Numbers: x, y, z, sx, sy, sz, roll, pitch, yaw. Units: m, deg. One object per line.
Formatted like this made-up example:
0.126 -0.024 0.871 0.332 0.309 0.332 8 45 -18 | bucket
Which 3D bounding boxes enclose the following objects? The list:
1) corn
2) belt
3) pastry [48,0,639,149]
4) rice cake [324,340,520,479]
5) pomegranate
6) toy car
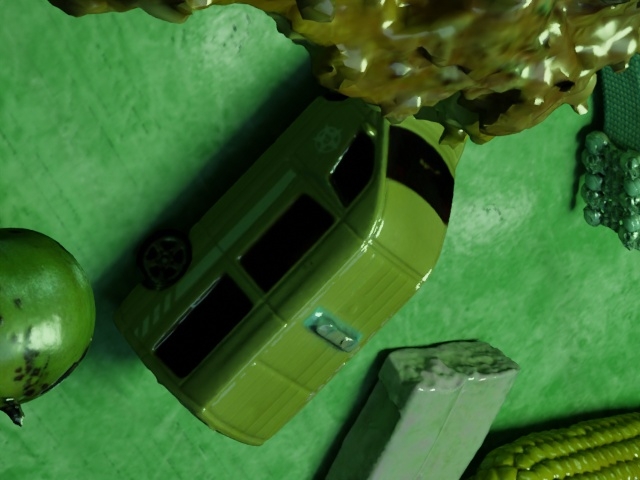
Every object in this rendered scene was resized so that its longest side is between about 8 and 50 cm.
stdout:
0.220 0.200 1.555 0.322 0.119 0.119 -9 132 -44 | corn
0.217 -0.086 1.334 0.100 0.065 0.179 -41 140 -15 | belt
0.028 -0.225 0.869 0.405 0.292 0.337 17 104 -36 | pastry
0.040 0.201 1.458 0.106 0.050 0.298 0 126 -41 | rice cake
-0.188 0.024 1.070 0.122 0.122 0.161 -14 96 -30 | pomegranate
0.000 0.000 1.178 0.257 0.124 0.101 -46 142 7 | toy car
